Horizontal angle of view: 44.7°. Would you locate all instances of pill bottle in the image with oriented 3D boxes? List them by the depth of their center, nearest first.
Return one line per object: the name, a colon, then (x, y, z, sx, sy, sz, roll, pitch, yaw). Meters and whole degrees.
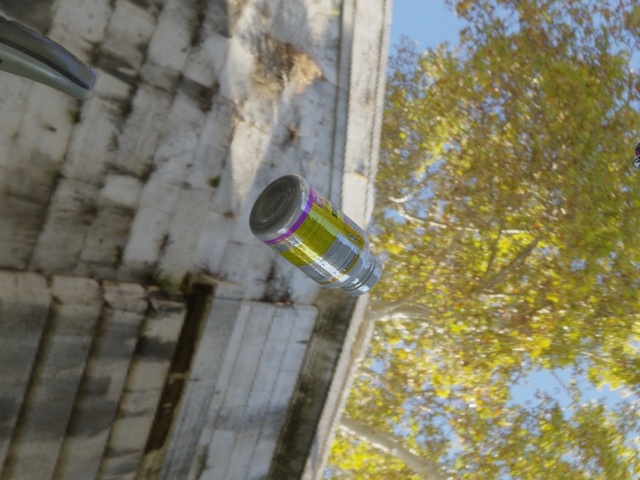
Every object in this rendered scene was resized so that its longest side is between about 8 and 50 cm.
pill bottle: (0.000, 0.000, 0.462, 0.043, 0.083, 0.043, -30, -140, 28)

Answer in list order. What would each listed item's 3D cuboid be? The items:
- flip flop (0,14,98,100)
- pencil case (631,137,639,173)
flip flop: (-0.263, -0.091, 0.413, 0.112, 0.277, 0.080, 18, -73, 62)
pencil case: (0.151, -0.072, 0.285, 0.070, 0.152, 0.065, -17, -129, 10)
